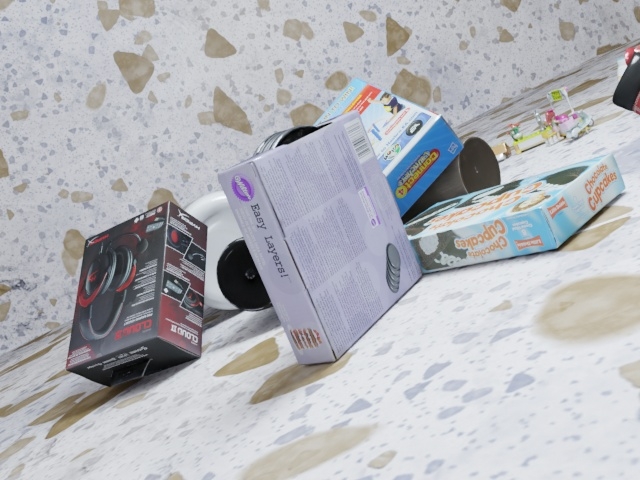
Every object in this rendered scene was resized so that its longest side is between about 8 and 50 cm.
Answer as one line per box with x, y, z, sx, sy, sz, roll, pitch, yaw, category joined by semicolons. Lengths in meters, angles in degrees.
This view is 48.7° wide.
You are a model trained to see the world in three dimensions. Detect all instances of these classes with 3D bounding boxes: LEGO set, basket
0.497;-0.270;1.618;0.132;0.107;0.287;-29;8;-27;LEGO set
0.209;-0.107;1.329;0.226;0.154;0.204;-12;15;46;basket

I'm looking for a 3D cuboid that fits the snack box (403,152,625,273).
0.236;-0.027;0.996;0.187;0.060;0.321;-32;10;-37;snack box

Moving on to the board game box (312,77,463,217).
0.058;-0.130;1.304;0.308;0.086;0.302;-48;35;1;board game box

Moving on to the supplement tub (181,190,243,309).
-0.214;0.018;1.512;0.235;0.236;0.325;-28;7;-14;supplement tub

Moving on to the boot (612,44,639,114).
0.499;-0.247;0.900;0.244;0.176;0.088;-50;-34;10;boot

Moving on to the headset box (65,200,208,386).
-0.315;0.108;1.228;0.218;0.110;0.293;-21;54;27;headset box

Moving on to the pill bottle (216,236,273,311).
-0.079;0.050;1.213;0.122;0.123;0.219;-23;-5;18;pill bottle

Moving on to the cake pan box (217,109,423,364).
0.011;-0.017;0.893;0.070;0.267;0.245;-14;15;36;cake pan box

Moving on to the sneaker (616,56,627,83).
0.745;-0.355;1.496;0.228;0.092;0.087;-5;8;8;sneaker
